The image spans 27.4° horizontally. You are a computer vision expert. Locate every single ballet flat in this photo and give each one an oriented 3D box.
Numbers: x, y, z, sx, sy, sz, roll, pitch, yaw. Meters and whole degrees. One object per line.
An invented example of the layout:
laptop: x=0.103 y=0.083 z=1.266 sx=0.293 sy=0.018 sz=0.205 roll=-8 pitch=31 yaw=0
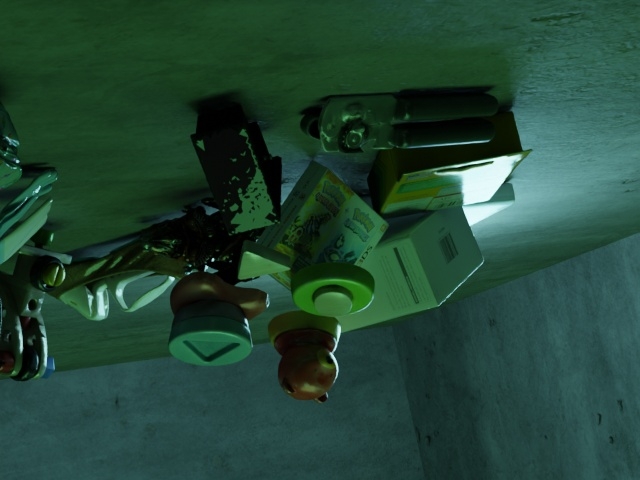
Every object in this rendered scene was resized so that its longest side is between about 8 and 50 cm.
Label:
ballet flat: x=-0.371 y=0.072 z=2.350 sx=0.342 sy=0.124 sz=0.116 roll=-16 pitch=169 yaw=21

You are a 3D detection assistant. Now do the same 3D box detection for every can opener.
can opener: x=0.109 y=-0.170 z=1.813 sx=0.283 sy=0.076 sz=0.095 roll=-6 pitch=-160 yaw=-30

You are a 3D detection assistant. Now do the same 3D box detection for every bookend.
bookend: x=-0.107 y=-0.118 z=1.719 sx=0.072 sy=0.156 sz=0.157 roll=-14 pitch=-147 yaw=8

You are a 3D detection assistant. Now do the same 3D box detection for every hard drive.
hard drive: x=0.166 y=-0.047 z=2.533 sx=0.353 sy=0.047 sz=0.233 roll=-6 pitch=168 yaw=-29

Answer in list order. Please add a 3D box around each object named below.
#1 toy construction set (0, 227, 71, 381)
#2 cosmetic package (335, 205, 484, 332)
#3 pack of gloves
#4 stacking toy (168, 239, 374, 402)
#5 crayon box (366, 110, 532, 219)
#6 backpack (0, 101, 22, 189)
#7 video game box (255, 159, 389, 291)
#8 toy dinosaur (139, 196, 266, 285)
toy construction set: x=-0.545 y=0.068 z=2.094 sx=0.309 sy=0.237 sz=0.257 roll=15 pitch=-174 yaw=-32
cosmetic package: x=0.129 y=0.043 z=2.287 sx=0.224 sy=0.138 sz=0.224 roll=-17 pitch=-170 yaw=32
pack of gloves: x=-0.452 y=-0.007 z=1.788 sx=0.232 sy=0.046 sz=0.195 roll=-50 pitch=177 yaw=-34
stacking toy: x=-0.069 y=0.139 z=2.038 sx=0.309 sy=0.130 sz=0.279 roll=15 pitch=146 yaw=-26
crayon box: x=0.195 y=-0.120 z=2.078 sx=0.203 sy=0.083 sz=0.323 roll=-11 pitch=170 yaw=-7
backpack: x=-0.395 y=-0.105 z=1.403 sx=0.152 sy=0.115 sz=0.182 roll=-15 pitch=173 yaw=4
video game box: x=0.000 y=0.000 z=2.094 sx=0.048 sy=0.187 sz=0.205 roll=27 pitch=172 yaw=41
toy dinosaur: x=-0.137 y=-0.013 z=2.182 sx=0.322 sy=0.164 sz=0.218 roll=-21 pitch=-179 yaw=-1
